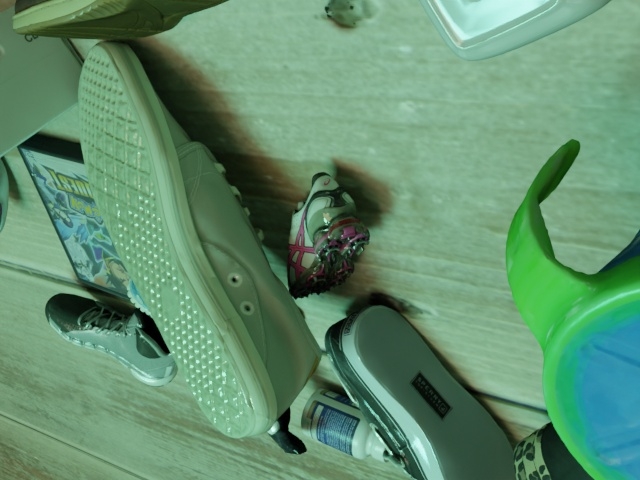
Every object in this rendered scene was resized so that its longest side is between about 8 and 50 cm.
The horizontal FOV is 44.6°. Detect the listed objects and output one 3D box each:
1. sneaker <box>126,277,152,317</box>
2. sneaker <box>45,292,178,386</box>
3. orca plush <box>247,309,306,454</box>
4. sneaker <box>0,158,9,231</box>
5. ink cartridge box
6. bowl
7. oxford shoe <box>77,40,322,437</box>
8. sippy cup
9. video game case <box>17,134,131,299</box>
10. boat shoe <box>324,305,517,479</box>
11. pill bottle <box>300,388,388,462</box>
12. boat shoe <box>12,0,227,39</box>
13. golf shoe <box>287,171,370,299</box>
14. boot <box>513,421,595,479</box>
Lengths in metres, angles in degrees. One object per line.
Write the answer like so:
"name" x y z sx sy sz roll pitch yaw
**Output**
"sneaker" -0.178 0.092 0.997 0.162 0.063 0.073 42 138 1
"sneaker" -0.305 0.121 1.183 0.229 0.086 0.132 30 136 -2
"orca plush" -0.067 0.126 0.964 0.102 0.151 0.287 -22 91 9
"sneaker" -0.562 -0.134 1.137 0.152 0.114 0.305 -11 111 52
"ink cartridge box" -0.445 -0.138 0.926 0.306 0.226 0.131 -10 120 45
"bowl" 0.119 -0.196 0.545 0.142 0.053 0.142 -15 116 48
"oxford shoe" -0.136 -0.011 0.846 0.169 0.130 0.449 -36 79 52
"sippy cup" 0.289 0.045 0.496 0.240 0.224 0.305 -20 113 47
"video game case" -0.265 -0.011 1.051 0.275 0.035 0.248 14 135 29
"boat shoe" 0.112 0.215 0.897 0.306 0.113 0.105 49 147 -6
"pill bottle" 0.040 0.243 1.015 0.120 0.067 0.067 17 136 28
"boat shoe" -0.179 -0.260 0.702 0.342 0.123 0.123 0 96 49
"golf shoe" 0.000 0.000 0.833 0.186 0.067 0.086 119 135 -58
"boot" 0.368 0.243 0.688 0.377 0.138 0.284 38 141 10
